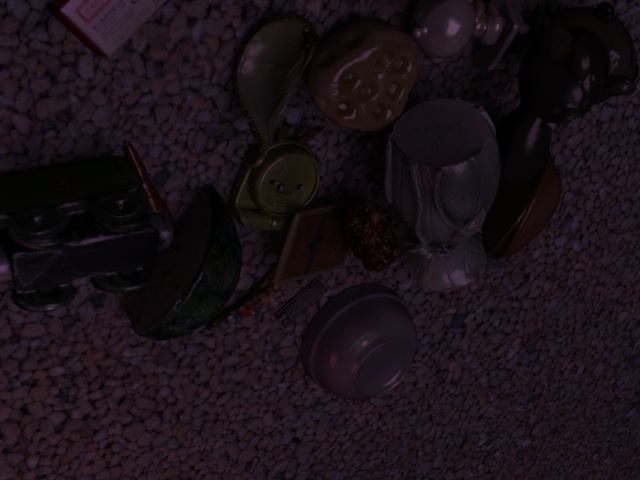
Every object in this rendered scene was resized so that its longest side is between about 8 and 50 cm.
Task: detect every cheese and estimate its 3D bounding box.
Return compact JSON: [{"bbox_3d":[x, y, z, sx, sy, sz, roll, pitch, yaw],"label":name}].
[{"bbox_3d":[0.082,-0.312,1.807,0.235,0.117,0.218,-22,132,-16],"label":"cheese"}]

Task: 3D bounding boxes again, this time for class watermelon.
[{"bbox_3d":[-0.245,0.053,1.820,0.305,0.180,0.224,-56,176,5],"label":"watermelon"}]

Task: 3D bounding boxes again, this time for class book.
[{"bbox_3d":[0.001,0.000,1.965,0.242,0.018,0.170,-14,129,-53],"label":"book"}]

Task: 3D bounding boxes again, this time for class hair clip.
[{"bbox_3d":[-0.143,0.134,1.992,0.214,0.056,0.062,-42,166,-5],"label":"hair clip"}]

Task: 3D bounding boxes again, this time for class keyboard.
[{"bbox_3d":[-0.043,0.139,2.086,0.129,0.015,0.049,-41,133,-5],"label":"keyboard"},{"bbox_3d":[0.411,0.022,2.318,0.176,0.014,0.055,25,106,-41],"label":"keyboard"}]

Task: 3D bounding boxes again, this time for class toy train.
[{"bbox_3d":[-0.419,-0.019,1.570,0.307,0.249,0.173,-14,128,-25],"label":"toy train"}]

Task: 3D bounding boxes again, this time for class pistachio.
[{"bbox_3d":[0.450,-0.082,2.130,0.213,0.163,0.260,100,11,-70],"label":"pistachio"}]

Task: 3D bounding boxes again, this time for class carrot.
[{"bbox_3d":[-0.319,-0.092,1.735,0.048,0.048,0.216,-30,126,-15],"label":"carrot"}]

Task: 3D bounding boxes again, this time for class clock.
[{"bbox_3d":[-0.073,-0.130,1.852,0.170,0.069,0.232,3,117,-35],"label":"clock"}]

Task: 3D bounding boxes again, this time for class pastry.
[{"bbox_3d":[0.103,-0.015,1.973,0.097,0.115,0.208,-53,149,-16],"label":"pastry"}]

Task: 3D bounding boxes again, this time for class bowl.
[{"bbox_3d":[0.111,0.257,2.182,0.287,0.144,0.287,-18,128,-24],"label":"bowl"}]

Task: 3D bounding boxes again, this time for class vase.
[{"bbox_3d":[0.257,-0.082,1.965,0.250,0.250,0.445,-31,145,-14],"label":"vase"}]

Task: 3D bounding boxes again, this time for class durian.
[{"bbox_3d":[-0.072,-0.288,1.706,0.144,0.139,0.252,24,103,-46],"label":"durian"}]

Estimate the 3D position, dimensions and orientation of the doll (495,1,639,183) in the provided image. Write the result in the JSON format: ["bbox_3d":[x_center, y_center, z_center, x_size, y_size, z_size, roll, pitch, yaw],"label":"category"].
[{"bbox_3d":[0.491,-0.331,1.984,0.378,0.252,0.382,-44,172,36],"label":"doll"}]

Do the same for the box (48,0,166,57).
[{"bbox_3d":[-0.315,-0.410,1.522,0.229,0.050,0.123,-46,131,0],"label":"box"}]

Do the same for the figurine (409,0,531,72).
[{"bbox_3d":[0.275,-0.416,1.867,0.257,0.182,0.144,-4,79,-25],"label":"figurine"}]
